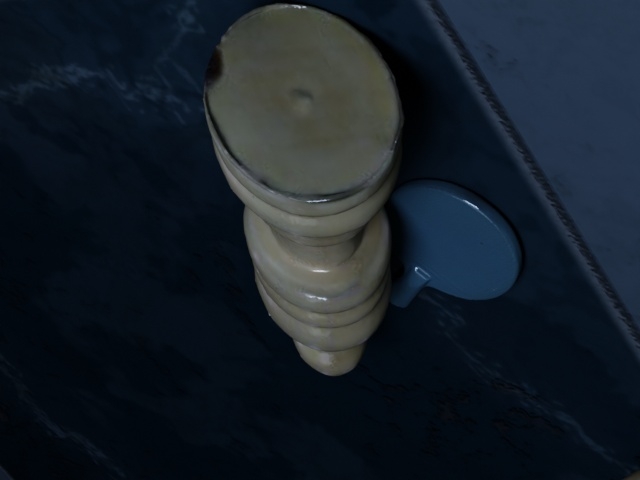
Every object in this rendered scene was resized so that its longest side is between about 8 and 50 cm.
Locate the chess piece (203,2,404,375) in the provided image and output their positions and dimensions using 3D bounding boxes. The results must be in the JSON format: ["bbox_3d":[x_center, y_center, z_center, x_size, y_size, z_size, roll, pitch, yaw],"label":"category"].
[{"bbox_3d":[0.000,0.000,1.173,0.139,0.124,0.307,32,155,23],"label":"chess piece"}]

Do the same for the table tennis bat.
[{"bbox_3d":[0.079,0.009,1.210,0.100,0.019,0.155,36,149,0],"label":"table tennis bat"}]

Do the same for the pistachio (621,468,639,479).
[{"bbox_3d":[0.256,0.227,1.240,0.157,0.157,0.229,28,156,12],"label":"pistachio"}]
